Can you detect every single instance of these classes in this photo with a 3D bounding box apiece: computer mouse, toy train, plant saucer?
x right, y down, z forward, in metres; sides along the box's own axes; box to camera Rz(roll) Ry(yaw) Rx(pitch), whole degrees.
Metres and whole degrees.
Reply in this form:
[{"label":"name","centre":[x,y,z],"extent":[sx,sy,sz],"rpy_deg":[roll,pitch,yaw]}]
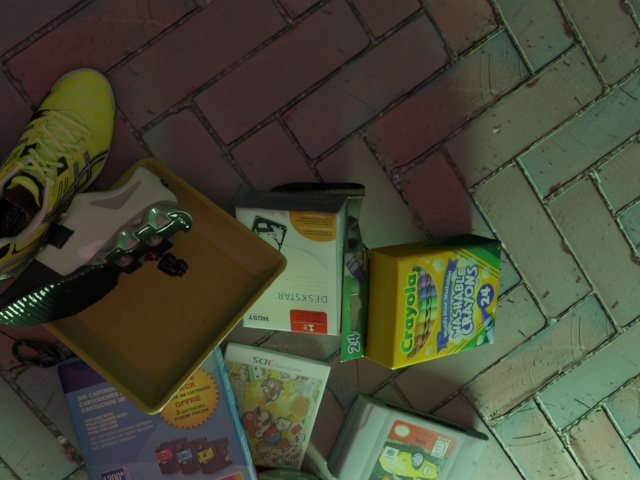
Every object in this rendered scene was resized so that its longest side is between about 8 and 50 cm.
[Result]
[{"label":"computer mouse","centre":[-0.562,0.149,1.439],"extent":[0.071,0.041,0.242],"rpy_deg":[-45,113,10]},{"label":"toy train","centre":[-0.286,0.017,1.330],"extent":[0.158,0.027,0.036],"rpy_deg":[28,80,13]},{"label":"plant saucer","centre":[-0.278,0.072,1.362],"extent":[0.333,0.081,0.332],"rpy_deg":[36,72,16]}]

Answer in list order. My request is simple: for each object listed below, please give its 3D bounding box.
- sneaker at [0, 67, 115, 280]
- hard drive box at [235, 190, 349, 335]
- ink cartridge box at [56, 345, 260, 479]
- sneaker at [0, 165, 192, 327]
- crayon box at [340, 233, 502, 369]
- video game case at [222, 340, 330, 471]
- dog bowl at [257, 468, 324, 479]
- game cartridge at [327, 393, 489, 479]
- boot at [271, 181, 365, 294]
[{"label":"sneaker","centre":[-0.431,-0.111,1.307],"extent":[0.145,0.147,0.384],"rpy_deg":[27,73,-17]},{"label":"hard drive box","centre":[-0.045,0.038,1.435],"extent":[0.181,0.089,0.232],"rpy_deg":[3,114,12]},{"label":"ink cartridge box","centre":[-0.287,0.297,1.439],"extent":[0.270,0.151,0.395],"rpy_deg":[-16,90,-7]},{"label":"sneaker","centre":[-0.372,0.007,1.278],"extent":[0.331,0.122,0.146],"rpy_deg":[-33,66,-6]},{"label":"crayon box","centre":[0.188,0.108,1.481],"extent":[0.323,0.083,0.203],"rpy_deg":[-7,105,-36]},{"label":"video game case","centre":[-0.109,0.321,1.567],"extent":[0.206,0.026,0.226],"rpy_deg":[14,99,-14]},{"label":"dog bowl","centre":[-0.083,0.599,1.579],"extent":[0.349,0.102,0.348],"rpy_deg":[-4,108,-13]},{"label":"game cartridge","centre":[0.173,0.436,1.636],"extent":[0.294,0.060,0.196],"rpy_deg":[20,102,-15]},{"label":"boot","centre":[-0.001,0.001,1.503],"extent":[0.190,0.076,0.208],"rpy_deg":[1,109,-9]}]
